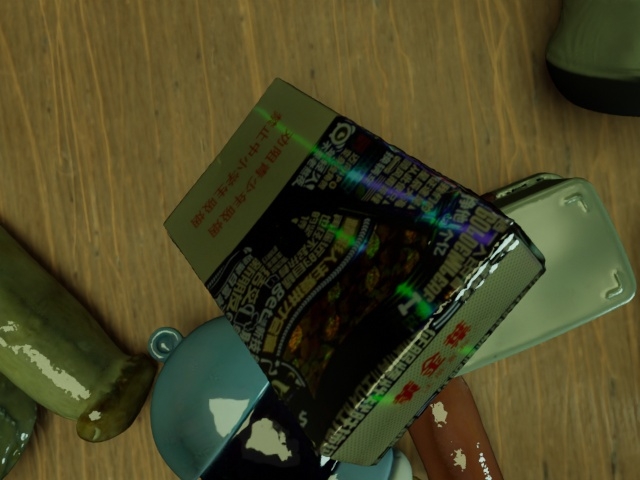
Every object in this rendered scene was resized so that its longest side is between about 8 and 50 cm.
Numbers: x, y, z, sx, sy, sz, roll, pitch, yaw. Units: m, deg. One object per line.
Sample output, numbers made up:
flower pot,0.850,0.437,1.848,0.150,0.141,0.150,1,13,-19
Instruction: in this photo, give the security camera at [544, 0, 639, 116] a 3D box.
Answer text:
security camera,0.279,-0.256,0.406,0.191,0.197,0.277,17,133,39

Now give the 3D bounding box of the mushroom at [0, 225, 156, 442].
mushroom,-0.320,0.080,0.570,0.333,0.107,0.087,42,128,1

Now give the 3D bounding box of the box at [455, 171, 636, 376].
box,0.167,0.032,0.505,0.210,0.129,0.148,-25,91,5

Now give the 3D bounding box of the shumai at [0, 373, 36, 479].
shumai,-0.461,0.188,0.569,0.218,0.189,0.256,-32,96,27

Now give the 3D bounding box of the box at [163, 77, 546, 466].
box,0.000,0.000,0.456,0.198,0.084,0.310,-51,47,5

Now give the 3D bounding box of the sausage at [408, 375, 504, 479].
sausage,0.140,0.221,0.545,0.077,0.077,0.194,-20,89,6

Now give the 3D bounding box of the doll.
doll,-0.043,0.188,0.527,0.314,0.141,0.177,39,79,-1
